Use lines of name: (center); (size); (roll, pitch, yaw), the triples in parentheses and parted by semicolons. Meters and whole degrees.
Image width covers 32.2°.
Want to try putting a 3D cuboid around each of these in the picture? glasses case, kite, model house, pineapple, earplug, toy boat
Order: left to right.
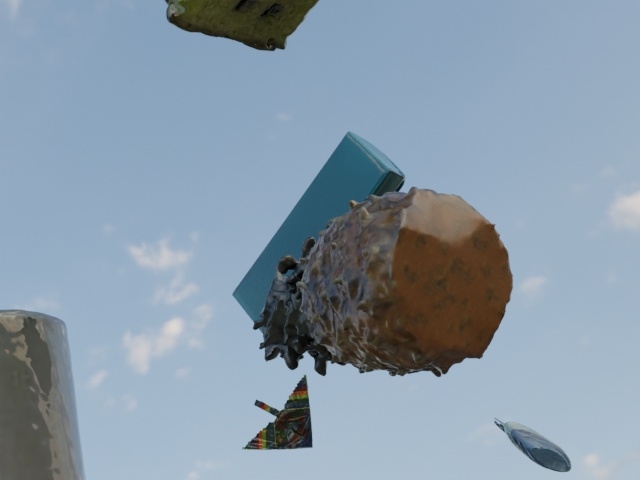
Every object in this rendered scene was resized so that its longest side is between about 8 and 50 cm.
earplug: (-0.465, 0.318, 1.491); (0.312, 0.394, 0.312); (-13, -14, -3)
model house: (-0.057, -0.340, 1.124); (0.174, 0.193, 0.234); (1, -29, -41)
kite: (-0.041, 0.217, 1.330); (0.122, 0.090, 0.004); (-54, 7, -25)
glasses case: (0.001, 0.001, 1.586); (0.070, 0.117, 0.301); (25, -73, -45)
pineapple: (0.031, 0.048, 0.960); (0.157, 0.158, 0.278); (-4, -8, -32)
toy boat: (0.264, 0.251, 1.437); (0.105, 0.149, 0.034); (34, -86, -37)
